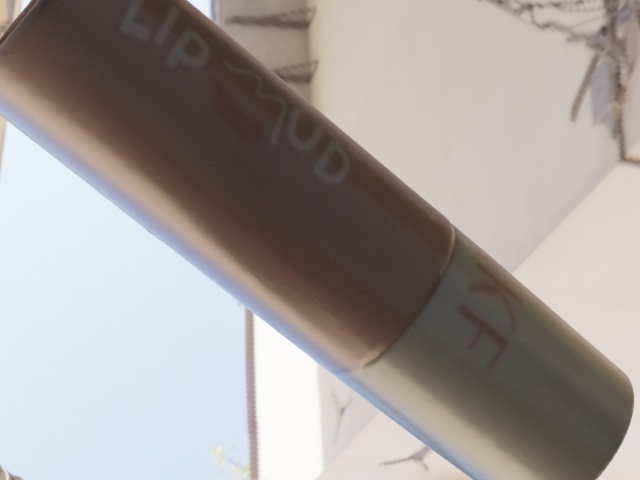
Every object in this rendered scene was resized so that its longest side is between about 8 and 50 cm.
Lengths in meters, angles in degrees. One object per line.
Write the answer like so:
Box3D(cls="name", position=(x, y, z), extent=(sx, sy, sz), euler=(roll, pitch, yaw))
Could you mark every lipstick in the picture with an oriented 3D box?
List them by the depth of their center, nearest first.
Box3D(cls="lipstick", position=(0.000, 0.000, 0.476), extent=(0.254, 0.070, 0.070), euler=(39, -115, -17))

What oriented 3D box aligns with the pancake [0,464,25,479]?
Box3D(cls="pancake", position=(-0.083, 0.197, 0.335), extent=(0.033, 0.288, 0.286), euler=(-1, -91, 3))
